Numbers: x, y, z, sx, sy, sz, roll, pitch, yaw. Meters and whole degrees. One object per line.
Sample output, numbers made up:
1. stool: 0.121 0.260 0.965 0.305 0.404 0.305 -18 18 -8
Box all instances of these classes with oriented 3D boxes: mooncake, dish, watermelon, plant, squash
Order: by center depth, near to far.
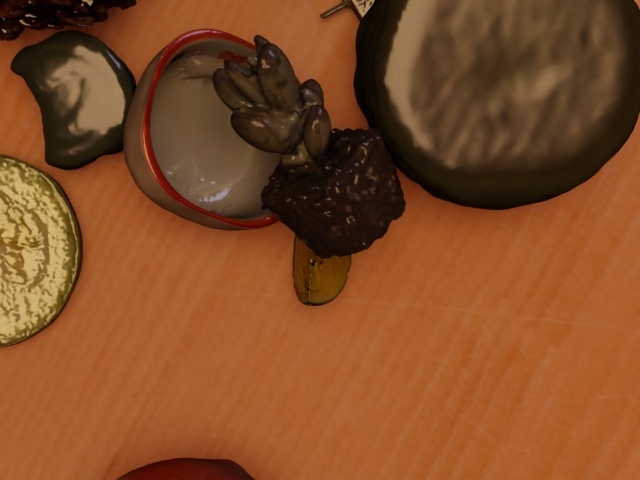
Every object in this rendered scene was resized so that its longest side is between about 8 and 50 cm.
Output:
1. plant: -0.015 -0.117 1.563 0.274 0.146 0.149 54 45 -14
2. mooncake: 0.218 -0.215 1.645 0.356 0.194 0.356 -1 96 -5
3. dish: -0.140 -0.129 1.646 0.256 0.117 0.256 7 78 -35
4. mooncake: -0.314 -0.177 1.672 0.168 0.104 0.175 14 89 -5
5. squash: -0.430 0.015 1.685 0.252 0.049 0.252 0 88 -3
6. watermelon: 0.009 0.002 1.688 0.075 0.092 0.181 4 76 -12

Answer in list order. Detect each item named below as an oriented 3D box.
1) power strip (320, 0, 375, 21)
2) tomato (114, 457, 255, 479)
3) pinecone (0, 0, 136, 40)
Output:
1. power strip: 0.115 -0.360 1.733 0.268 0.034 0.092 -31 90 -4
2. tomato: -0.156 0.411 1.557 0.321 0.321 0.321 0 88 -3
3. pinecone: -0.344 -0.385 1.605 0.298 0.242 0.296 24 85 20
